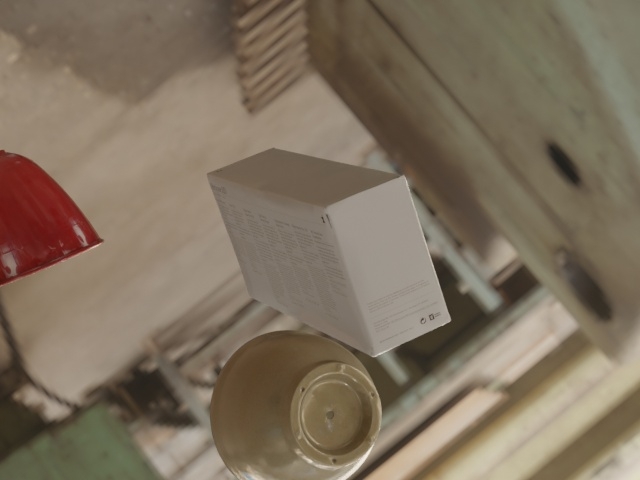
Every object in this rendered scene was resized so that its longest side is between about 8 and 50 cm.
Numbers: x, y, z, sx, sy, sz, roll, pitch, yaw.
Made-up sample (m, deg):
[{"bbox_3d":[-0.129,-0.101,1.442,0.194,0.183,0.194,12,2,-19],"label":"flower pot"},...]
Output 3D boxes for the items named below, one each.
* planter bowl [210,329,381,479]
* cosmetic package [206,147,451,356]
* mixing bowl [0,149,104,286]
[{"bbox_3d":[-0.008,0.163,1.578,0.162,0.162,0.109,-32,-170,-26],"label":"planter bowl"},{"bbox_3d":[0.000,0.000,1.090,0.060,0.099,0.239,-25,-165,-16],"label":"cosmetic package"},{"bbox_3d":[-0.270,-0.011,1.317,0.181,0.098,0.181,-20,-175,2],"label":"mixing bowl"}]
